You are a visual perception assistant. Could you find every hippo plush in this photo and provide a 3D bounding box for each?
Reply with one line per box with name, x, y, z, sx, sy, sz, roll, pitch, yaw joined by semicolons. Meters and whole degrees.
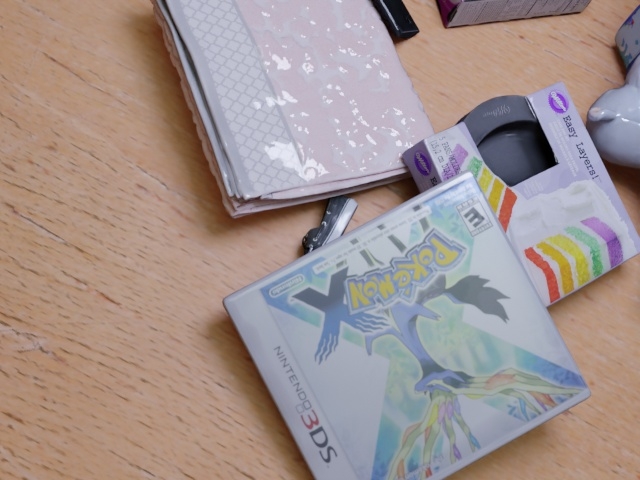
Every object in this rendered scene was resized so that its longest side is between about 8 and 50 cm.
hippo plush;0.487;-0.131;1.109;0.236;0.234;0.294;41;107;22

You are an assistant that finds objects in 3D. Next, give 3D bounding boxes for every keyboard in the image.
keyboard;0.079;-0.363;1.139;0.180;0.023;0.108;60;30;-1

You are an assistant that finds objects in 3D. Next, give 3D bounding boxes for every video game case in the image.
video game case;0.100;0.123;0.939;0.329;0.036;0.300;-28;88;-5

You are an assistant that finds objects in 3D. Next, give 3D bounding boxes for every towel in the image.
towel;-0.025;-0.213;1.046;0.316;0.053;0.332;-15;76;-29

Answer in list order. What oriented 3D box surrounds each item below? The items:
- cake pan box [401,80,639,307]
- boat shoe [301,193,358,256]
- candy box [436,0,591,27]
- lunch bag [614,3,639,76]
cake pan box;0.262;-0.053;1.049;0.245;0.070;0.267;-23;87;-26
boat shoe;0.000;0.000;1.016;0.040;0.049;0.142;29;62;4
candy box;0.277;-0.409;1.194;0.233;0.071;0.159;-11;74;-16
lunch bag;0.550;-0.304;1.165;0.218;0.176;0.090;-9;75;-13
